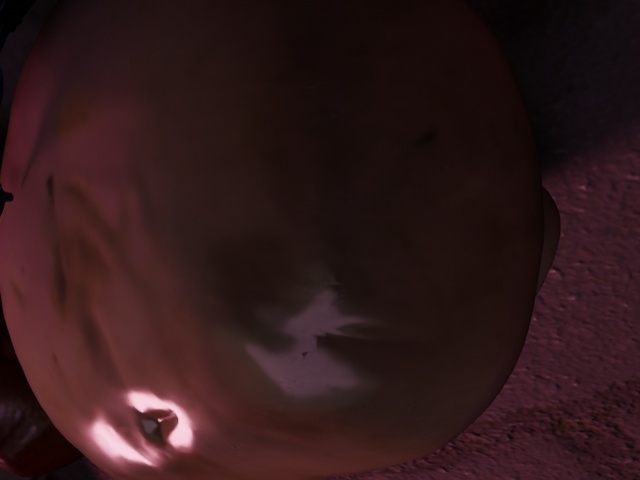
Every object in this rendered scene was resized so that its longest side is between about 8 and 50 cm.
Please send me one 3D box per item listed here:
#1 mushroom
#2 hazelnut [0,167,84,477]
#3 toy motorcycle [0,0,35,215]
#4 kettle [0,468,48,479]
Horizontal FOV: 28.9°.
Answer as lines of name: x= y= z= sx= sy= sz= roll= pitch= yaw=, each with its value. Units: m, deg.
mushroom: x=-0.019 y=0.001 z=0.699 sx=0.353 sy=0.325 sz=0.353 roll=-1 pitch=119 yaw=-2
hazelnut: x=-0.242 y=0.053 z=0.931 sx=0.251 sy=0.217 sz=0.217 roll=40 pitch=138 yaw=4
toy motorcycle: x=-0.201 y=-0.093 z=0.640 sx=0.113 sy=0.169 sz=0.315 roll=5 pitch=124 yaw=-49
kettle: x=-0.420 y=0.154 z=1.061 sx=0.265 sy=0.205 sz=0.318 roll=-47 pitch=118 yaw=5
